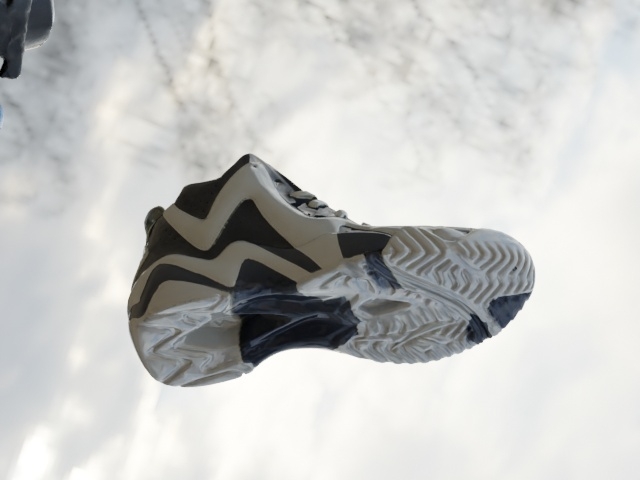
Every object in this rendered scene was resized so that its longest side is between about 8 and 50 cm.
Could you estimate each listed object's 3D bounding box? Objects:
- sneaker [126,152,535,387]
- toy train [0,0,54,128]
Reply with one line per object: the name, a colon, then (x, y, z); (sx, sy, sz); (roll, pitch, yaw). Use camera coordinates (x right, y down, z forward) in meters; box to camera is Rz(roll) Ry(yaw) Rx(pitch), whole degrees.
sneaker: (0.000, 0.000, 1.144); (0.153, 0.235, 0.094); (-102, 178, -49)
toy train: (-0.172, -0.069, 0.587); (0.105, 0.184, 0.080); (38, -51, 32)
